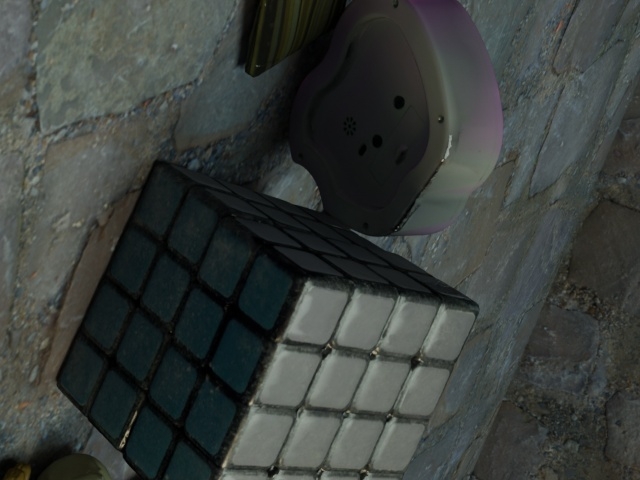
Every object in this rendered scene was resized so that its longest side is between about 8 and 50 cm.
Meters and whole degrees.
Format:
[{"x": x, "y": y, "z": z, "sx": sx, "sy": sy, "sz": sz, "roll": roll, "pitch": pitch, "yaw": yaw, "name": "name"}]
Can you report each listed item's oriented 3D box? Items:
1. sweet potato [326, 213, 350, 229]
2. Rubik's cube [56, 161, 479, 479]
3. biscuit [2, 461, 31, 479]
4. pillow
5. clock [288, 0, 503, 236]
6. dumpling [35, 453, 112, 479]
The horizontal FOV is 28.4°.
[{"x": 0.001, "y": 0.001, "z": 2.040, "sx": 0.182, "sy": 0.053, "sz": 0.054, "roll": -48, "pitch": 159, "yaw": -27, "name": "sweet potato"}, {"x": -0.068, "y": 0.139, "z": 1.613, "sx": 0.344, "sy": 0.337, "sz": 0.344, "roll": 13, "pitch": 104, "yaw": -46, "name": "Rubik's cube"}, {"x": -0.425, "y": 0.387, "z": 1.587, "sx": 0.234, "sy": 0.030, "sz": 0.153, "roll": -63, "pitch": -178, "yaw": -5, "name": "biscuit"}, {"x": -0.016, "y": -0.333, "z": 1.636, "sx": 0.212, "sy": 0.052, "sz": 0.208, "roll": -37, "pitch": 150, "yaw": -42, "name": "pillow"}, {"x": 0.092, "y": -0.174, "z": 1.715, "sx": 0.102, "sy": 0.338, "sz": 0.338, "roll": -5, "pitch": 123, "yaw": -39, "name": "clock"}, {"x": -0.349, "y": 0.359, "z": 1.702, "sx": 0.155, "sy": 0.111, "sz": 0.181, "roll": -13, "pitch": 130, "yaw": -23, "name": "dumpling"}]
